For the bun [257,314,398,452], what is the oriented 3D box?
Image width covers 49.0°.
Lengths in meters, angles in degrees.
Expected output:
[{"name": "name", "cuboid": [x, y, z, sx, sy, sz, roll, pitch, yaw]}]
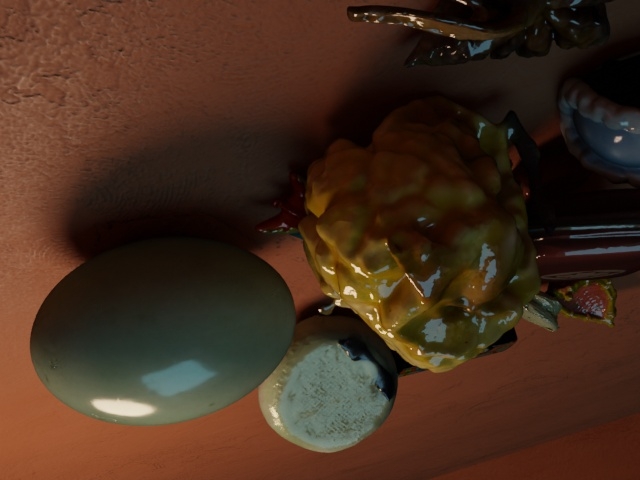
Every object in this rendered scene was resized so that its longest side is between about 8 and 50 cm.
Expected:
[{"name": "bun", "cuboid": [0.008, 0.279, 1.452, 0.293, 0.187, 0.293, -3, 107, -11]}]

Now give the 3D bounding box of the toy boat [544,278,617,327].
[{"name": "toy boat", "cuboid": [0.570, 0.121, 1.532, 0.141, 0.099, 0.318, -29, 148, 27]}]

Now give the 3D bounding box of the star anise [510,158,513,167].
[{"name": "star anise", "cuboid": [0.187, -0.068, 1.112, 0.171, 0.063, 0.208, 9, 141, -27]}]

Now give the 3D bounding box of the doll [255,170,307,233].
[{"name": "doll", "cuboid": [-0.013, -0.045, 1.076, 0.169, 0.057, 0.109, 7, 123, -51]}]

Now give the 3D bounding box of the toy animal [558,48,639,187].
[{"name": "toy animal", "cuboid": [0.455, -0.170, 0.983, 0.208, 0.156, 0.204, -15, 144, 8]}]

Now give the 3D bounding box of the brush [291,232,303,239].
[{"name": "brush", "cuboid": [0.000, 0.000, 1.169, 0.193, 0.032, 0.043, 18, 136, -43]}]

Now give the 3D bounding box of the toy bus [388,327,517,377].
[{"name": "toy bus", "cuboid": [0.235, 0.247, 1.591, 0.408, 0.093, 0.092, -14, 156, -1]}]

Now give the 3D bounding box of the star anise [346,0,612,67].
[{"name": "star anise", "cuboid": [0.225, -0.275, 0.774, 0.349, 0.109, 0.292, 9, 136, -31]}]

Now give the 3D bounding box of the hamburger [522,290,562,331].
[{"name": "hamburger", "cuboid": [0.434, 0.134, 1.465, 0.133, 0.140, 0.062, 38, 76, -54]}]

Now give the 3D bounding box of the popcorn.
[{"name": "popcorn", "cuboid": [0.151, -0.018, 0.946, 0.381, 0.349, 0.349, -43, 145, -3]}]

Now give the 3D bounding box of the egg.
[{"name": "egg", "cuboid": [-0.228, 0.132, 1.049, 0.388, 0.276, 0.276, -10, 147, -13]}]

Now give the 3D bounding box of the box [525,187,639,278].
[{"name": "box", "cuboid": [0.424, 0.004, 1.148, 0.263, 0.108, 0.404, -4, 171, 10]}]

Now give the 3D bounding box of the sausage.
[{"name": "sausage", "cuboid": [0.364, -0.102, 1.124, 0.141, 0.076, 0.076, -20, 147, 10]}]
